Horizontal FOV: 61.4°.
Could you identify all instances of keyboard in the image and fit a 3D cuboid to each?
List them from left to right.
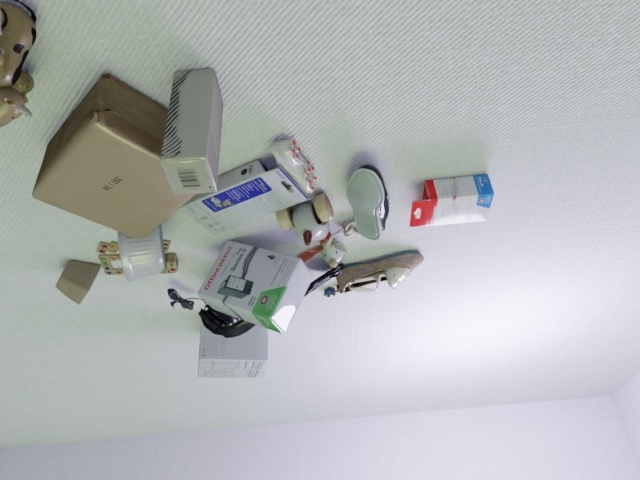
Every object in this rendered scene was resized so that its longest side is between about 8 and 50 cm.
[{"bbox_3d":[-0.039,0.161,1.781,0.317,0.033,0.201,-33,178,-31],"label":"keyboard"}]

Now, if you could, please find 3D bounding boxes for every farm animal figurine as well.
[{"bbox_3d":[-0.639,-0.318,1.051,0.172,0.330,0.326,19,111,-26],"label":"farm animal figurine"}]

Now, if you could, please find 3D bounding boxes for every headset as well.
[{"bbox_3d":[-0.344,0.199,1.831,0.395,0.243,0.185,-10,138,38],"label":"headset"}]

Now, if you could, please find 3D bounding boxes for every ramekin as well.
[{"bbox_3d":[-0.511,0.008,1.551,0.109,0.207,0.207,-6,146,-13],"label":"ramekin"}]

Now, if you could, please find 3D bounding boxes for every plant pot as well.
[{"bbox_3d":[-0.804,0.128,1.776,0.096,0.108,0.109,29,134,-22],"label":"plant pot"}]

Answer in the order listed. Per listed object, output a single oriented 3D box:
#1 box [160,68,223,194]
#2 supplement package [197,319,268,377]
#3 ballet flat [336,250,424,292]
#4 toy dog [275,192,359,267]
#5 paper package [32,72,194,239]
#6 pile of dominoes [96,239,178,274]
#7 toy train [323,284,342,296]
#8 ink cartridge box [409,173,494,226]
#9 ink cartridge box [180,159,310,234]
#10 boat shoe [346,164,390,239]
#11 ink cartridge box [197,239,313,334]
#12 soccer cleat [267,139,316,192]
[{"bbox_3d":[-0.269,-0.236,1.153,0.094,0.274,0.113,-4,144,0],"label":"box"},{"bbox_3d":[-0.352,0.425,2.167,0.263,0.199,0.198,4,145,-13],"label":"supplement package"},{"bbox_3d":[0.212,0.124,1.882,0.316,0.106,0.107,-15,144,13],"label":"ballet flat"},{"bbox_3d":[0.000,0.000,1.628,0.220,0.160,0.334,-29,139,31],"label":"toy dog"},{"bbox_3d":[-0.470,-0.183,1.303,0.325,0.168,0.310,-32,137,33],"label":"paper package"},{"bbox_3d":[-0.599,0.070,1.765,0.252,0.040,0.195,-2,146,-5],"label":"pile of dominoes"},{"bbox_3d":[0.079,0.178,2.014,0.159,0.027,0.036,-20,139,20],"label":"toy train"},{"bbox_3d":[0.374,-0.113,1.581,0.231,0.077,0.134,-5,145,1],"label":"ink cartridge box"},{"bbox_3d":[-0.212,-0.125,1.508,0.333,0.065,0.165,-17,143,21],"label":"ink cartridge box"},{"bbox_3d":[0.142,-0.122,1.537,0.115,0.091,0.302,19,150,15],"label":"boat shoe"},{"bbox_3d":[-0.204,0.138,1.667,0.290,0.211,0.121,13,154,29],"label":"ink cartridge box"},{"bbox_3d":[-0.071,-0.196,1.430,0.076,0.068,0.196,-4,146,24],"label":"soccer cleat"}]
